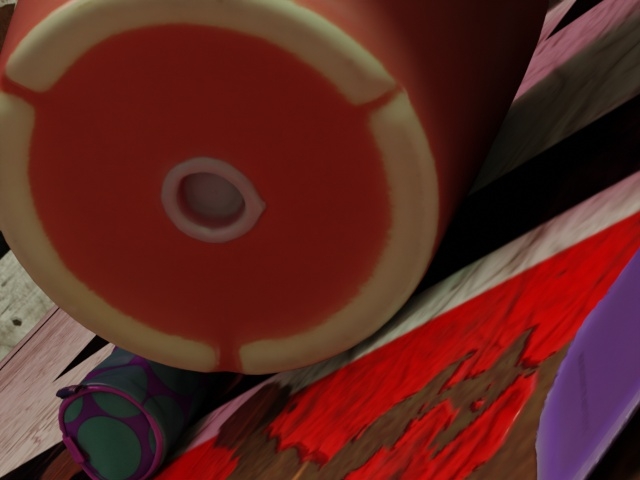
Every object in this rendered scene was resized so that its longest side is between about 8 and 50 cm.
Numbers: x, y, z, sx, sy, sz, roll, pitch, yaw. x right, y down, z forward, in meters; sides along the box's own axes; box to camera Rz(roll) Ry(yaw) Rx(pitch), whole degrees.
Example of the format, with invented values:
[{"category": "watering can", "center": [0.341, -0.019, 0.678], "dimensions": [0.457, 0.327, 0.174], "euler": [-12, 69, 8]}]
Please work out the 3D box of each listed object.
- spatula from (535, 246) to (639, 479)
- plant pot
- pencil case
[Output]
[{"category": "spatula", "center": [0.153, -0.045, 0.330], "dimensions": [0.296, 0.030, 0.084], "euler": [-42, 8, 17]}, {"category": "plant pot", "center": [-0.029, -0.083, 0.680], "dimensions": [0.275, 0.275, 0.243], "euler": [-39, 20, 29]}, {"category": "pencil case", "center": [-0.090, 0.068, 0.794], "dimensions": [0.070, 0.064, 0.152], "euler": [-11, 23, 26]}]
